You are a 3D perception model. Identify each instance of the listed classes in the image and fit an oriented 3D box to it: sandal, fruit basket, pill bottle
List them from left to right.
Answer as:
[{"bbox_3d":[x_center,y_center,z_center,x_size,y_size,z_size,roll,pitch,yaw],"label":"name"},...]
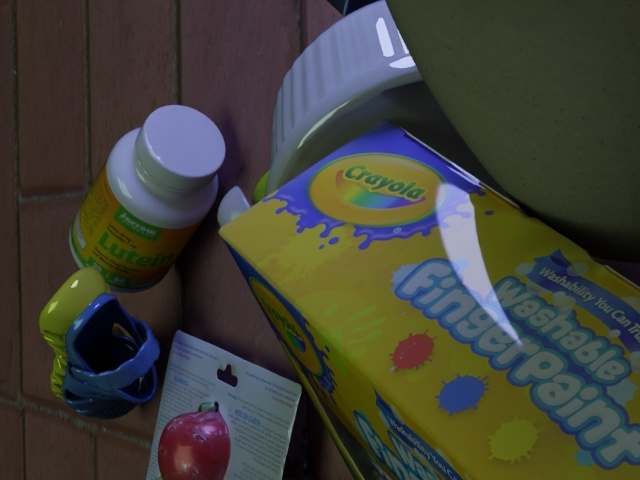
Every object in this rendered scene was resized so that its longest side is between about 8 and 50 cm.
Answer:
[{"bbox_3d":[-0.260,0.160,1.929,0.138,0.126,0.317,38,163,17],"label":"sandal"},{"bbox_3d":[-0.204,-0.052,1.864,0.246,0.136,0.136,-51,48,49],"label":"pill bottle"},{"bbox_3d":[-0.123,0.303,1.759,0.327,0.165,0.353,14,87,60],"label":"fruit basket"}]

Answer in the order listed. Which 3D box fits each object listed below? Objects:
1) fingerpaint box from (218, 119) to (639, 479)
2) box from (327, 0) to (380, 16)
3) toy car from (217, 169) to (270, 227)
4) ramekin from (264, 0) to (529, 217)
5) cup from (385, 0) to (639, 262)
[{"bbox_3d":[0.151,0.171,1.026,0.445,0.163,0.371,40,161,53],"label":"fingerpaint box"},{"bbox_3d":[0.064,-0.262,1.352,0.156,0.158,0.093,51,133,49],"label":"box"},{"bbox_3d":[0.000,0.000,1.522,0.182,0.159,0.136,56,174,44],"label":"toy car"},{"bbox_3d":[0.084,-0.076,1.232,0.127,0.272,0.273,-102,29,-43],"label":"ramekin"},{"bbox_3d":[0.206,-0.128,0.993,0.331,0.331,0.237,42,150,53],"label":"cup"}]
